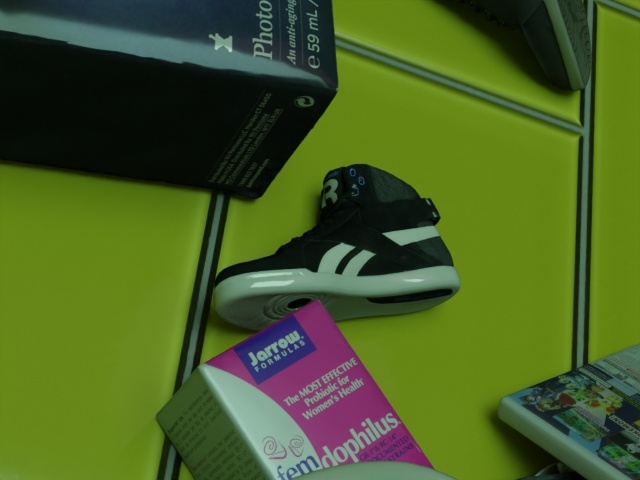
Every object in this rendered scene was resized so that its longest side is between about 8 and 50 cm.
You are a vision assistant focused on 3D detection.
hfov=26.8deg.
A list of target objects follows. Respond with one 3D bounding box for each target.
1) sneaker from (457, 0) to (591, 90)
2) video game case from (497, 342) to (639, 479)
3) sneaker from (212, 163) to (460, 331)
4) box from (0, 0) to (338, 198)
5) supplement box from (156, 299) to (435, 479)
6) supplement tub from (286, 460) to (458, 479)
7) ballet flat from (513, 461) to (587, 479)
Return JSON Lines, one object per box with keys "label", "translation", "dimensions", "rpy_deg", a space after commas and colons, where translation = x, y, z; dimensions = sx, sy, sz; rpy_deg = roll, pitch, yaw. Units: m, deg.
{"label": "sneaker", "translation": [0.166, -0.229, 1.247], "dimensions": [0.222, 0.118, 0.083], "rpy_deg": [62, 32, -20]}
{"label": "video game case", "translation": [0.272, 0.153, 1.045], "dimensions": [0.183, 0.023, 0.201], "rpy_deg": [-15, 33, -35]}
{"label": "sneaker", "translation": [0.000, 0.000, 1.050], "dimensions": [0.217, 0.079, 0.121], "rpy_deg": [-1, 62, -34]}
{"label": "box", "translation": [-0.157, -0.214, 1.018], "dimensions": [0.294, 0.183, 0.296], "rpy_deg": [6, 62, -21]}
{"label": "supplement box", "translation": [-0.001, 0.171, 0.936], "dimensions": [0.111, 0.114, 0.220], "rpy_deg": [-29, 78, -32]}
{"label": "supplement tub", "translation": [0.054, 0.313, 0.740], "dimensions": [0.241, 0.241, 0.331], "rpy_deg": [-51, 127, -35]}
{"label": "ballet flat", "translation": [0.229, 0.194, 1.058], "dimensions": [0.203, 0.074, 0.074], "rpy_deg": [-9, 69, -23]}
